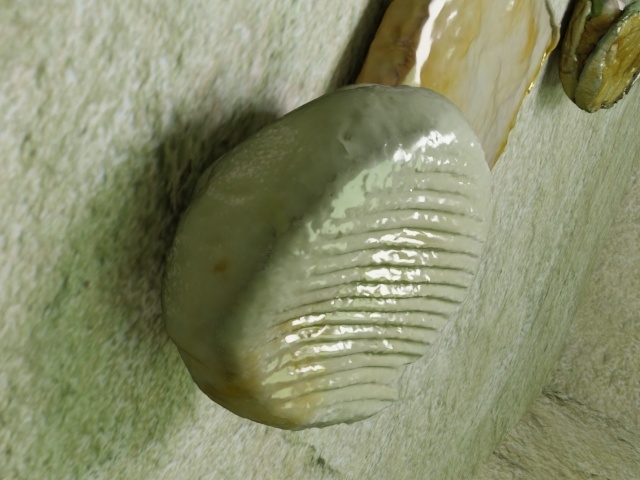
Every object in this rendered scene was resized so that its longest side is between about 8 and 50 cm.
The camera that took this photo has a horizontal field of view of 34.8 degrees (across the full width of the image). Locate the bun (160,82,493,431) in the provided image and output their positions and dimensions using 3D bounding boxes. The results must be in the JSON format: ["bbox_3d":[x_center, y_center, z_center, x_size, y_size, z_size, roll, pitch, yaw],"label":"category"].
[{"bbox_3d":[0.000,0.000,0.986,0.365,0.219,0.365,-29,138,-29],"label":"bun"}]

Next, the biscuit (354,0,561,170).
[{"bbox_3d":[0.163,-0.195,1.276,0.446,0.104,0.429,-64,156,-5],"label":"biscuit"}]

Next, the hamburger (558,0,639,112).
[{"bbox_3d":[0.518,-0.370,1.833,0.285,0.134,0.265,-19,138,-53],"label":"hamburger"}]
